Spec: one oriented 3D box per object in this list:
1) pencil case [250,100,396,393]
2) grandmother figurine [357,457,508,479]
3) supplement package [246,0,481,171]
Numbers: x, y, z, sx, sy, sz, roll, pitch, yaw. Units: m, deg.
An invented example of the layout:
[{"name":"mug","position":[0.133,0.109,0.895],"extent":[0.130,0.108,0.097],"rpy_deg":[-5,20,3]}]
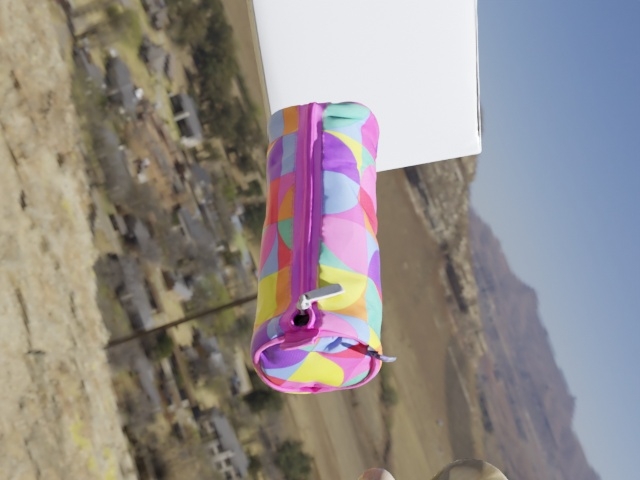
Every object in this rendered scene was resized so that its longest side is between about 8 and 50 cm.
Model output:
[{"name":"pencil case","position":[0.000,0.000,0.740],"extent":[0.104,0.104,0.236],"rpy_deg":[59,24,-50]},{"name":"grandmother figurine","position":[0.079,0.254,0.650],"extent":[0.342,0.104,0.208],"rpy_deg":[96,-16,-67]},{"name":"supplement package","position":[0.035,-0.209,0.934],"extent":[0.145,0.204,0.262],"rpy_deg":[-105,-175,-53]}]
